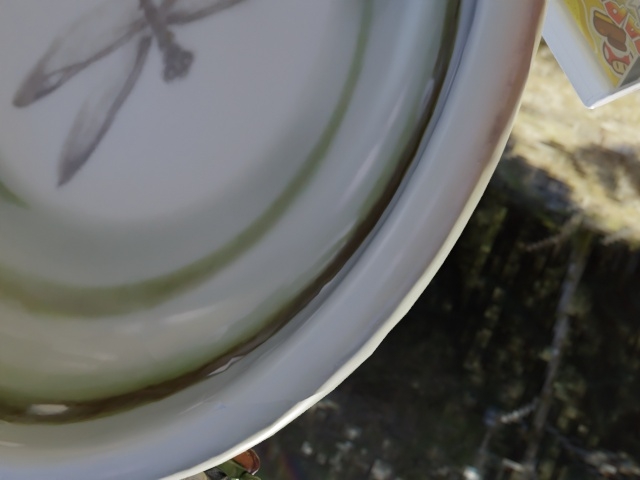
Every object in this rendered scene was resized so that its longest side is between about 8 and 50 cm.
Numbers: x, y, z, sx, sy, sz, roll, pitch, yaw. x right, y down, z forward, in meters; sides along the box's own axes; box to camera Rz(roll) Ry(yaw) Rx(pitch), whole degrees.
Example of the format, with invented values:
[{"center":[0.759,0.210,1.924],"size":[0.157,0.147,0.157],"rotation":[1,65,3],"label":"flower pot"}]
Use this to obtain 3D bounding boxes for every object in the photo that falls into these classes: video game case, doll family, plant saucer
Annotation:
[{"center":[0.179,-0.209,0.887],"size":[0.026,0.206,0.227],"rotation":[-36,81,49],"label":"video game case"},{"center":[-0.133,0.160,1.099],"size":[0.193,0.076,0.111],"rotation":[37,-164,21],"label":"doll family"},{"center":[-0.081,-0.103,0.543],"size":[0.401,0.400,0.100],"rotation":[20,-174,31],"label":"plant saucer"}]
